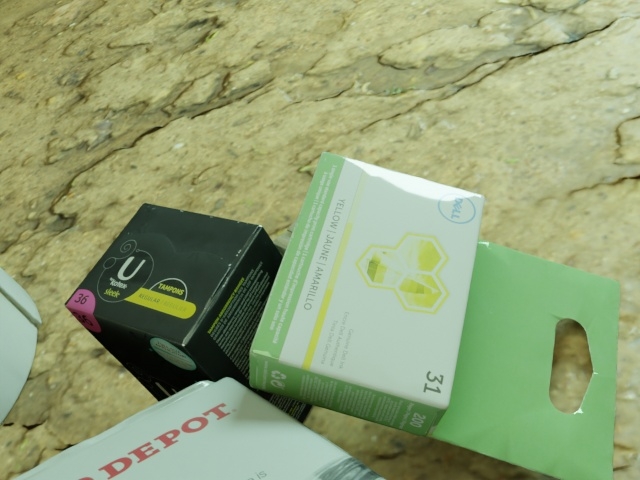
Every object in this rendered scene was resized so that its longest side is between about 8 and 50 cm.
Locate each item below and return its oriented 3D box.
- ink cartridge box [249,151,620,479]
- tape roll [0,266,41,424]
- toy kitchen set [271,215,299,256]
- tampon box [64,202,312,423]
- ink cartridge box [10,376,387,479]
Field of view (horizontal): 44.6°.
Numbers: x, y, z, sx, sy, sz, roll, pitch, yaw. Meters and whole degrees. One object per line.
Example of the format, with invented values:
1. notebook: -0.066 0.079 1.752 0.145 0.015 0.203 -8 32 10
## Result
1. ink cartridge box: 0.089 0.047 0.513 0.235 0.056 0.171 15 54 5
2. tape roll: -0.423 0.119 0.757 0.286 0.100 0.286 -15 45 15
3. toy kitchen set: 0.000 0.000 0.667 0.083 0.068 0.075 24 64 40
4. tampon box: -0.080 0.067 0.579 0.120 0.161 0.101 10 56 35
5. ink cartridge box: -0.036 0.214 0.357 0.223 0.129 0.307 -23 30 -36
